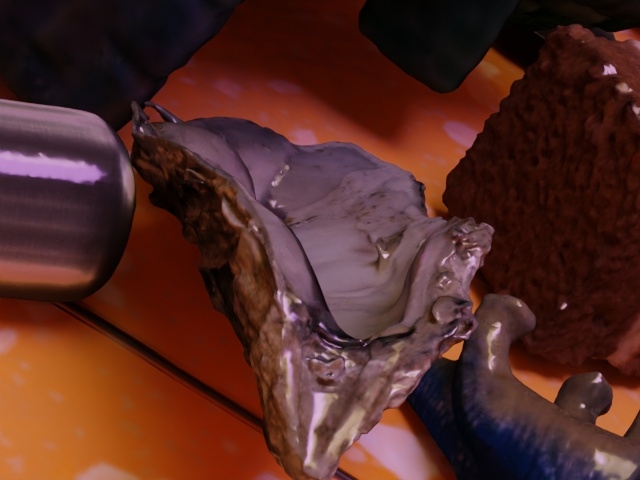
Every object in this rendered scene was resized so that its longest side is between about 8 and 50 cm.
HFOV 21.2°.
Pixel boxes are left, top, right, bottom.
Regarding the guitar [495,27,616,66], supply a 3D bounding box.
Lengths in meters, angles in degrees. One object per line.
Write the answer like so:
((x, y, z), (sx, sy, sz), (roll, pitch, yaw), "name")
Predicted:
((0.182, -0.078, 1.035), (0.088, 0.025, 0.233), (1, 41, -37), "guitar")

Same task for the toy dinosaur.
((0.079, 0.112, 0.673), (0.248, 0.075, 0.188), (16, 54, 23), "toy dinosaur")

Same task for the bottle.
((-0.195, -0.018, 0.632), (0.254, 0.079, 0.096), (7, 74, -31), "bottle")

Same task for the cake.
((0.163, -0.013, 0.842), (0.147, 0.134, 0.135), (17, 33, -33), "cake")

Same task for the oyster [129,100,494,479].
((0.002, -0.003, 0.690), (0.199, 0.087, 0.252), (8, 24, -46), "oyster")

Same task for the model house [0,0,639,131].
((-0.014, -0.237, 0.852), (0.445, 0.395, 0.400), (10, 47, -46), "model house")
